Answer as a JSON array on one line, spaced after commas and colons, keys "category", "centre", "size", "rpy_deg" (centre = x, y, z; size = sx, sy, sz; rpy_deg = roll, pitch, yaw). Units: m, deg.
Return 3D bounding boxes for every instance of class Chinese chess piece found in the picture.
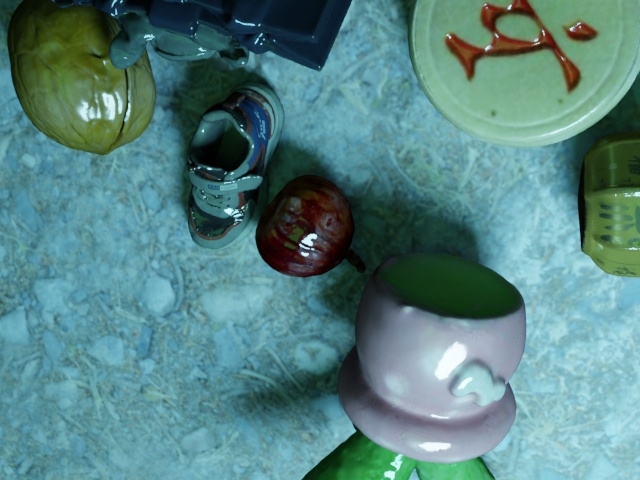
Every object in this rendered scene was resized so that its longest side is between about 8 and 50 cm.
[{"category": "Chinese chess piece", "centre": [0.218, -0.225, 0.820], "size": [0.249, 0.103, 0.250], "rpy_deg": [5, 106, 16]}]

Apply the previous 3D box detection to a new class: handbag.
[{"category": "handbag", "centre": [-0.121, -0.304, 0.828], "size": [0.325, 0.118, 0.269], "rpy_deg": [18, 71, 11]}]

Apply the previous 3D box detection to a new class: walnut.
[{"category": "walnut", "centre": [-0.286, -0.204, 0.927], "size": [0.167, 0.167, 0.207], "rpy_deg": [-14, 97, 19]}]

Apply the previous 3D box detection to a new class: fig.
[{"category": "fig", "centre": [-0.017, -0.002, 0.944], "size": [0.128, 0.128, 0.150], "rpy_deg": [-14, 108, 19]}]

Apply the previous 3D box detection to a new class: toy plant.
[{"category": "toy plant", "centre": [0.097, 0.199, 0.910], "size": [0.317, 0.210, 0.356], "rpy_deg": [-4, 124, -25]}]

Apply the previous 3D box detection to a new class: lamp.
[{"category": "lamp", "centre": [0.370, -0.040, 0.808], "size": [0.185, 0.161, 0.161], "rpy_deg": [2, 107, 15]}]

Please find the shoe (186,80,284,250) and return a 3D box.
[{"category": "shoe", "centre": [-0.117, -0.080, 0.943], "size": [0.099, 0.125, 0.228], "rpy_deg": [20, 109, 6]}]
